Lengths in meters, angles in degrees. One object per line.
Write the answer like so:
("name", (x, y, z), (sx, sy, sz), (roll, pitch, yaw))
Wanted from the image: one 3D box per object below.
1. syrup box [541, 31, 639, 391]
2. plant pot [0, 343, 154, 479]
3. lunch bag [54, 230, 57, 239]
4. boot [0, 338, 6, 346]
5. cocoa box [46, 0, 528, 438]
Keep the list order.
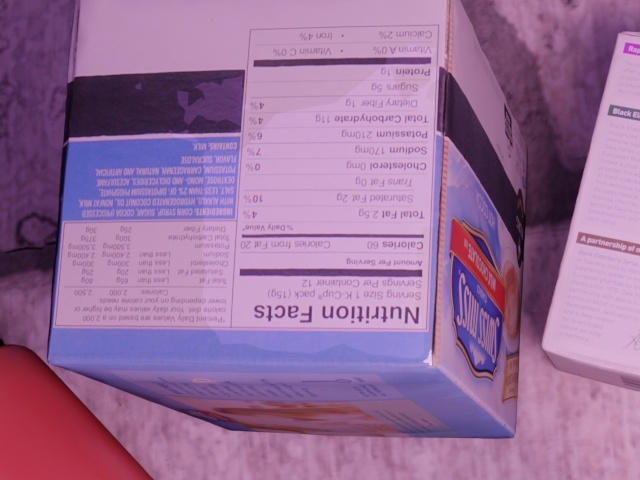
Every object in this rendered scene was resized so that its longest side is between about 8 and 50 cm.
("syrup box", (0.232, -0.018, 1.051), (0.096, 0.093, 0.237), (13, 80, 18))
("plant pot", (-0.197, 0.249, 1.026), (0.243, 0.275, 0.275), (34, 87, 12))
("lunch bag", (-0.130, -0.001, 1.128), (0.096, 0.129, 0.151), (0, 78, 20))
("boot", (-0.419, 0.087, 1.185), (0.348, 0.131, 0.260), (40, 91, 17))
("cocoa box", (0.000, 0.000, 0.975), (0.231, 0.347, 0.228), (-1, 76, 15))
